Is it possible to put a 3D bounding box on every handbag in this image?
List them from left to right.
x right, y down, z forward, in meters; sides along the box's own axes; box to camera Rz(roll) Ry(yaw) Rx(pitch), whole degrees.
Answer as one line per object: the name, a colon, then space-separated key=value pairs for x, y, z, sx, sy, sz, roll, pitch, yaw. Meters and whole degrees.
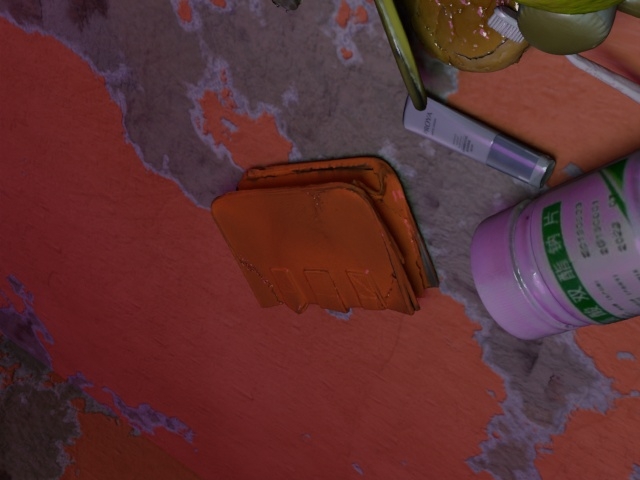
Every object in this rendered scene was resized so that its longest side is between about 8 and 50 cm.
handbag: x=0.000 y=0.000 z=1.489 sx=0.410 sy=0.116 sz=0.303 roll=-1 pitch=123 yaw=42

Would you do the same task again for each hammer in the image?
hammer: x=0.393 y=-0.282 z=0.911 sx=0.305 sy=0.202 sz=0.113 roll=19 pitch=163 yaw=1

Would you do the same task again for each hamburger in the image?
hamburger: x=0.217 y=-0.333 z=1.046 sx=0.213 sy=0.108 sz=0.214 roll=25 pitch=132 yaw=31

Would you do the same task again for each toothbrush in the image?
toothbrush: x=0.348 y=-0.218 z=0.993 sx=0.307 sy=0.025 sz=0.029 roll=25 pitch=133 yaw=-11

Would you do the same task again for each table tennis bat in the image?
table tennis bat: x=0.084 y=-0.358 z=1.102 sx=0.054 sy=0.224 sz=0.369 roll=-21 pitch=89 yaw=10

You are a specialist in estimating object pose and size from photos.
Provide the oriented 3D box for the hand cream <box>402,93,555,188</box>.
hand cream: x=0.238 y=-0.158 z=1.202 sx=0.255 sy=0.048 sz=0.079 roll=29 pitch=137 yaw=22

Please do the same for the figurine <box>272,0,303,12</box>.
figurine: x=0.021 y=-0.473 z=0.901 sx=0.241 sy=0.306 sz=0.412 roll=30 pitch=112 yaw=14

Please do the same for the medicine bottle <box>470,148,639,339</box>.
medicine bottle: x=0.394 y=0.007 z=1.074 sx=0.325 sy=0.212 sz=0.212 roll=-26 pitch=102 yaw=48

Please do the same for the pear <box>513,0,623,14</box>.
pear: x=0.245 y=-0.384 z=0.688 sx=0.391 sy=0.391 sz=0.391 roll=23 pitch=134 yaw=26
